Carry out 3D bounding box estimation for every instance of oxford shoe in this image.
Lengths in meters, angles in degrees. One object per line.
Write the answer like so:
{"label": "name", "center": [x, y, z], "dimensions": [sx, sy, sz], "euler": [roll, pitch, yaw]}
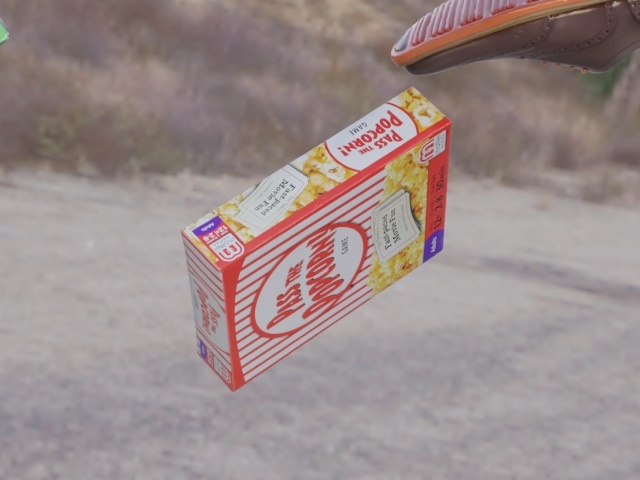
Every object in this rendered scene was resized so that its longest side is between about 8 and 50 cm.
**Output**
{"label": "oxford shoe", "center": [0.190, -0.170, 1.465], "dimensions": [0.271, 0.098, 0.097], "euler": [-14, 28, 22]}

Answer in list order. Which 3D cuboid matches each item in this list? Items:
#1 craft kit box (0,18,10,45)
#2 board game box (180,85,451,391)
{"label": "craft kit box", "center": [-0.308, -0.210, 1.004], "dimensions": [0.061, 0.246, 0.250], "euler": [-40, 30, -22]}
{"label": "board game box", "center": [0.000, 0.000, 1.211], "dimensions": [0.193, 0.147, 0.045], "euler": [-33, 59, -20]}
